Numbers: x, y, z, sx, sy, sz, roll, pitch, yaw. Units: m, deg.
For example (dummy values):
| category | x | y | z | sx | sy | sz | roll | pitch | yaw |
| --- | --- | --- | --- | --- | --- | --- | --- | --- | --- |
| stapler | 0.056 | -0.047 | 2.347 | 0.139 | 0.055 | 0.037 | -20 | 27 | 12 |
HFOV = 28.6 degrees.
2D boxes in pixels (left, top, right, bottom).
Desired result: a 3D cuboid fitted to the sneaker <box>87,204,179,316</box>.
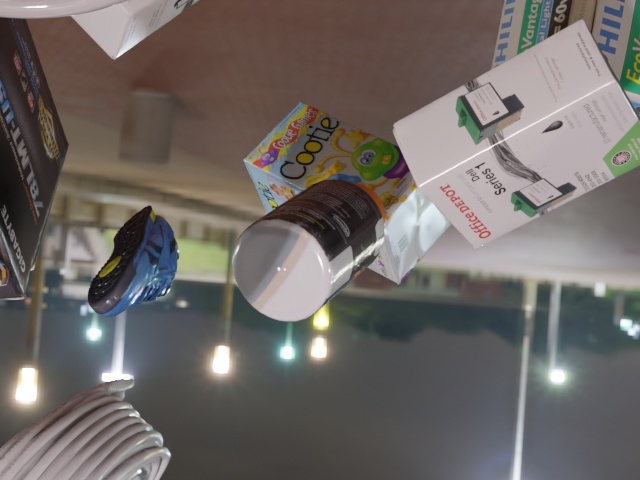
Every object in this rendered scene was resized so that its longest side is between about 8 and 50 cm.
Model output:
| category | x | y | z | sx | sy | sz | roll | pitch | yaw |
| --- | --- | --- | --- | --- | --- | --- | --- | --- | --- |
| sneaker | -0.185 | 0.035 | 1.325 | 0.069 | 0.082 | 0.209 | -33 | -163 | 16 |

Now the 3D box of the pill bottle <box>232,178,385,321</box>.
| category | x | y | z | sx | sy | sz | roll | pitch | yaw |
| --- | --- | --- | --- | --- | --- | --- | --- | --- | --- |
| pill bottle | 0.000 | 0.000 | 1.558 | 0.130 | 0.130 | 0.245 | 4 | -161 | 24 |

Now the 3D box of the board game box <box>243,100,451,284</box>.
| category | x | y | z | sx | sy | sz | roll | pitch | yaw |
| --- | --- | --- | --- | --- | --- | --- | --- | --- | --- |
| board game box | 0.043 | -0.076 | 1.914 | 0.275 | 0.142 | 0.144 | 28 | 155 | 33 |

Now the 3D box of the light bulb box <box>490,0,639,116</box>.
| category | x | y | z | sx | sy | sz | roll | pitch | yaw |
| --- | --- | --- | --- | --- | --- | --- | --- | --- | --- |
| light bulb box | 0.458 | -0.332 | 1.680 | 0.361 | 0.358 | 0.225 | 12 | 177 | -25 |

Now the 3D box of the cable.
| category | x | y | z | sx | sy | sz | roll | pitch | yaw |
| --- | --- | --- | --- | --- | --- | --- | --- | --- | --- |
| cable | -0.229 | 0.236 | 0.999 | 0.089 | 0.257 | 0.257 | 37 | -176 | 8 |

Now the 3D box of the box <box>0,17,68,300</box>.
| category | x | y | z | sx | sy | sz | roll | pitch | yaw |
| --- | --- | --- | --- | --- | --- | --- | --- | --- | --- |
| box | -0.378 | -0.133 | 1.435 | 0.073 | 0.295 | 0.293 | -6 | -141 | 4 |

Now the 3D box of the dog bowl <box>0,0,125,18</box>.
| category | x | y | z | sx | sy | sz | roll | pitch | yaw |
| --- | --- | --- | --- | --- | --- | --- | --- | --- | --- |
| dog bowl | -0.204 | -0.286 | 0.796 | 0.348 | 0.102 | 0.349 | -1 | 142 | -1 |

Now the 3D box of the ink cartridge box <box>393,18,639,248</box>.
| category | x | y | z | sx | sy | sz | roll | pitch | yaw |
| --- | --- | --- | --- | --- | --- | --- | --- | --- | --- |
| ink cartridge box | 0.208 | -0.101 | 1.276 | 0.219 | 0.093 | 0.160 | -29 | 144 | 16 |

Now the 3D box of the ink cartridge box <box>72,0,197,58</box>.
| category | x | y | z | sx | sy | sz | roll | pitch | yaw |
| --- | --- | --- | --- | --- | --- | --- | --- | --- | --- |
| ink cartridge box | -0.170 | -0.295 | 1.211 | 0.148 | 0.203 | 0.086 | 45 | 150 | 3 |
